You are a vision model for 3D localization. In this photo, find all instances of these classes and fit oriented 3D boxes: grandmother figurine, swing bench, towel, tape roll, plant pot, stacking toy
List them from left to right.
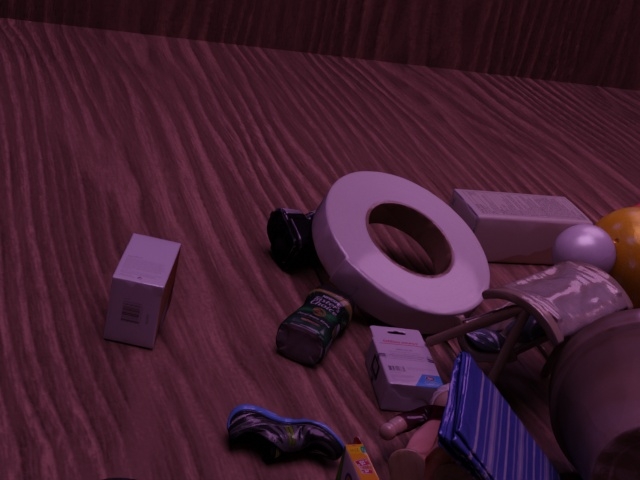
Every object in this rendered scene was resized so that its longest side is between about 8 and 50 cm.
[{"bbox_3d":[0.166,0.018,2.164,0.392,0.072,0.392,21,40,-18],"label":"tape roll"},{"bbox_3d":[0.201,0.307,1.658,0.208,0.104,0.342,25,16,6],"label":"grandmother figurine"},{"bbox_3d":[0.286,0.344,1.566,0.336,0.040,0.243,53,23,-13],"label":"towel"},{"bbox_3d":[0.377,0.150,1.909,0.253,0.254,0.165,-14,62,-45],"label":"swing bench"},{"bbox_3d":[0.649,0.033,2.125,0.480,0.350,0.350,8,25,-37],"label":"stacking toy"},{"bbox_3d":[0.509,0.302,1.619,0.323,0.323,0.280,18,21,7],"label":"plant pot"}]

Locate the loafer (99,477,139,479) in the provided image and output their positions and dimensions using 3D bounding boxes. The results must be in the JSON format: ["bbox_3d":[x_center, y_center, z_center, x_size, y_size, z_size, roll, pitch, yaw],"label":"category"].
[{"bbox_3d":[-0.170,0.418,1.342,0.366,0.130,0.133,17,58,26],"label":"loafer"}]

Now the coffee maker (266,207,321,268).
[{"bbox_3d":[0.000,0.000,2.203,0.178,0.120,0.171,-8,35,-36],"label":"coffee maker"}]

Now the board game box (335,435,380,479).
[{"bbox_3d":[0.063,0.384,1.390,0.039,0.124,0.259,4,29,-17],"label":"board game box"}]

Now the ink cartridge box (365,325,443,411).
[{"bbox_3d":[0.145,0.229,1.896,0.104,0.060,0.180,7,27,-14],"label":"ink cartridge box"}]

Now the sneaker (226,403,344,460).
[{"bbox_3d":[-0.056,0.313,1.649,0.188,0.067,0.078,15,48,-3],"label":"sneaker"}]

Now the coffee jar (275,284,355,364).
[{"bbox_3d":[-0.005,0.151,1.953,0.096,0.079,0.184,21,27,13],"label":"coffee jar"}]

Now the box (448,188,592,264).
[{"bbox_3d":[0.458,-0.030,2.483,0.311,0.121,0.148,3,29,-21],"label":"box"}]

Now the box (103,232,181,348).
[{"bbox_3d":[-0.312,0.086,1.870,0.091,0.130,0.170,12,27,-2],"label":"box"}]
